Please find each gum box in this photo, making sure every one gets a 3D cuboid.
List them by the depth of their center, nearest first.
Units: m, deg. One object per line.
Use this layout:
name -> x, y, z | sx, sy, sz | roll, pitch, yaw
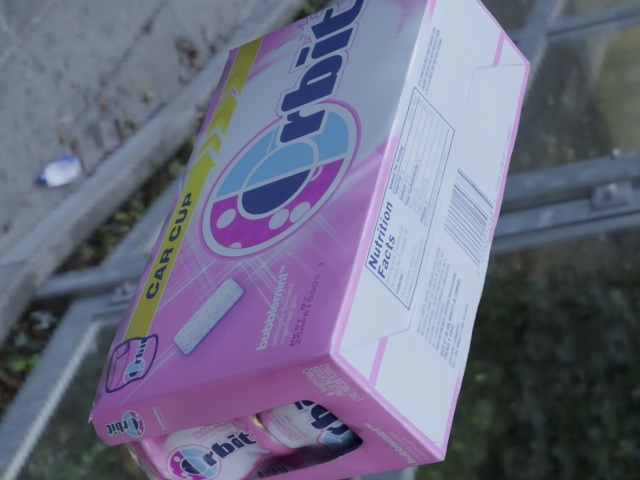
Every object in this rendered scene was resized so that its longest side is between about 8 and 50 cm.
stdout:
gum box -> 0.000, 0.000, 0.546 | 0.062, 0.107, 0.188 | 45, 45, -32
